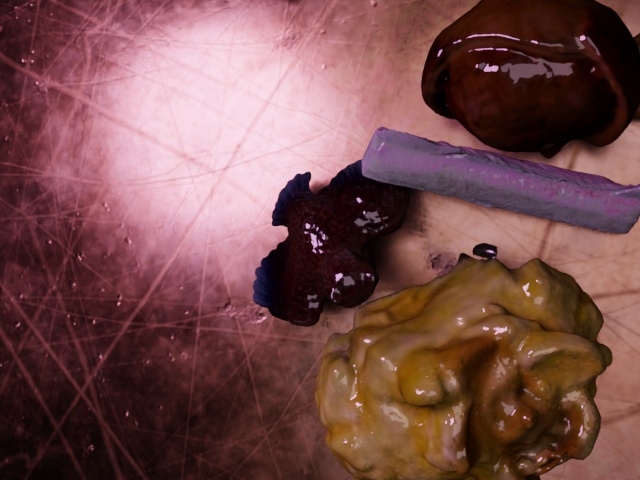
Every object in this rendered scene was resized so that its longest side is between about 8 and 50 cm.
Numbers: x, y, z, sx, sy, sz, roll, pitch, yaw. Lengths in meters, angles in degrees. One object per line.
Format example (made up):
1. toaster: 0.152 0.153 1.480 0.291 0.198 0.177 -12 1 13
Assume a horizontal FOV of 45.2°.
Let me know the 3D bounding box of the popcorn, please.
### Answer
1. popcorn: 0.134 0.132 0.723 0.286 0.252 0.215 -30 84 4

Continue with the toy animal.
1. toy animal: 0.002 0.004 0.799 0.116 0.179 0.218 42 100 -14

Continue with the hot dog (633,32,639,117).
1. hot dog: 0.357 -0.176 0.762 0.140 0.060 0.089 -17 88 12

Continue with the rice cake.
1. rice cake: 0.187 -0.067 0.768 0.291 0.081 0.051 12 56 1

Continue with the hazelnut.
1. hazelnut: 0.207 -0.161 0.742 0.202 0.170 0.160 31 99 42
